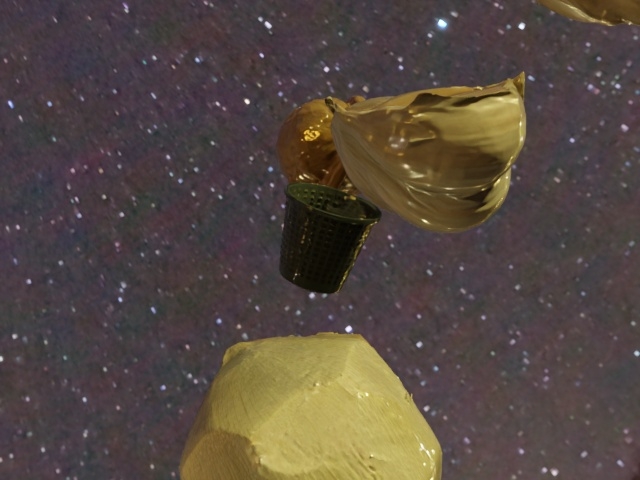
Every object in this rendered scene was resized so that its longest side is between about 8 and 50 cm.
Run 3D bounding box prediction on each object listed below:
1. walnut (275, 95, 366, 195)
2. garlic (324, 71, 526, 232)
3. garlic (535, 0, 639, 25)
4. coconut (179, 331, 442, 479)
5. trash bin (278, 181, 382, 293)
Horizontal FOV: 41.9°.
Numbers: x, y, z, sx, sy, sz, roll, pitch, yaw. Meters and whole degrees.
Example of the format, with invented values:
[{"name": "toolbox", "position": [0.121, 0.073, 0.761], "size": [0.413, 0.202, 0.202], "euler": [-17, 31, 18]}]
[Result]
[{"name": "walnut", "position": [0.025, -0.188, 1.735], "size": [0.224, 0.257, 0.257], "euler": [25, -71, -17]}, {"name": "garlic", "position": [0.100, -0.079, 0.790], "size": [0.177, 0.229, 0.143], "euler": [-8, -76, -6]}, {"name": "garlic", "position": [0.457, -0.411, 1.256], "size": [0.217, 0.228, 0.110], "euler": [-51, -15, -20]}, {"name": "coconut", "position": [-0.017, 0.296, 1.174], "size": [0.346, 0.346, 0.360], "euler": [-33, -87, -9]}, {"name": "trash bin", "position": [0.000, 0.000, 1.464], "size": [0.175, 0.175, 0.161], "euler": [4, -67, -37]}]
